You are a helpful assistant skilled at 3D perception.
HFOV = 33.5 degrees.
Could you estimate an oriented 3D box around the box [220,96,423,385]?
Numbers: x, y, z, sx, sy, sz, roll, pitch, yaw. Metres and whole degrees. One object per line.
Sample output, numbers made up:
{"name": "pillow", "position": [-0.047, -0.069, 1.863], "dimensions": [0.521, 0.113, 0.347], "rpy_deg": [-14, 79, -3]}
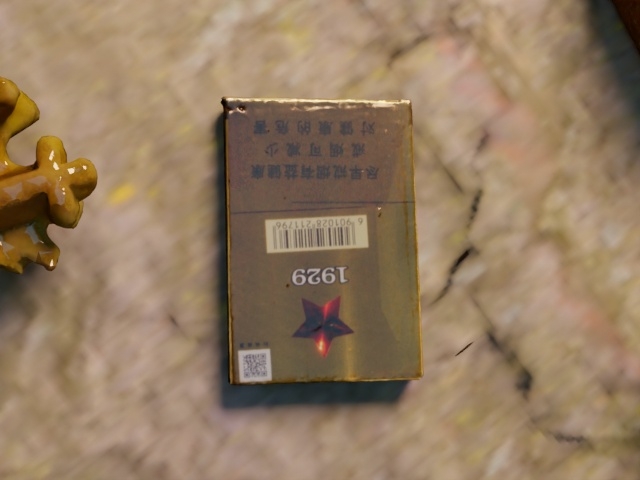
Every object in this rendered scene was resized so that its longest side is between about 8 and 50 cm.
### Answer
{"name": "box", "position": [0.000, 0.000, 0.496], "dimensions": [0.090, 0.023, 0.133], "rpy_deg": [-2, 87, -7]}

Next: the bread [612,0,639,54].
{"name": "bread", "position": [0.167, -0.125, 0.492], "dimensions": [0.035, 0.094, 0.090], "rpy_deg": [-26, 93, -8]}

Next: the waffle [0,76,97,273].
{"name": "waffle", "position": [-0.248, 0.035, 0.439], "dimensions": [0.260, 0.069, 0.293], "rpy_deg": [24, 86, -4]}
